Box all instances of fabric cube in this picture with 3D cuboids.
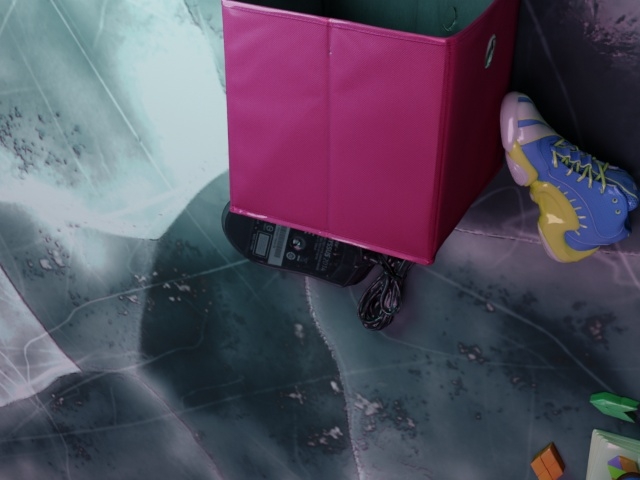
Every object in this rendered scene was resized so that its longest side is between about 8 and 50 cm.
[{"bbox_3d":[0.062,-0.167,1.192,0.259,0.254,0.258,15,125,21],"label":"fabric cube"}]

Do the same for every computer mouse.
[{"bbox_3d":[0.000,0.000,1.459,0.272,0.072,0.188,21,126,1],"label":"computer mouse"}]

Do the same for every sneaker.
[{"bbox_3d":[0.291,-0.081,1.224,0.126,0.091,0.240,-13,129,23],"label":"sneaker"}]

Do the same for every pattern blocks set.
[{"bbox_3d":[0.427,0.349,1.455,0.285,0.026,0.324,5,121,27],"label":"pattern blocks set"}]

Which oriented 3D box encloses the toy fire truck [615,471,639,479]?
[{"bbox_3d":[0.461,0.381,1.312,0.302,0.169,0.254,-1,124,31],"label":"toy fire truck"}]
